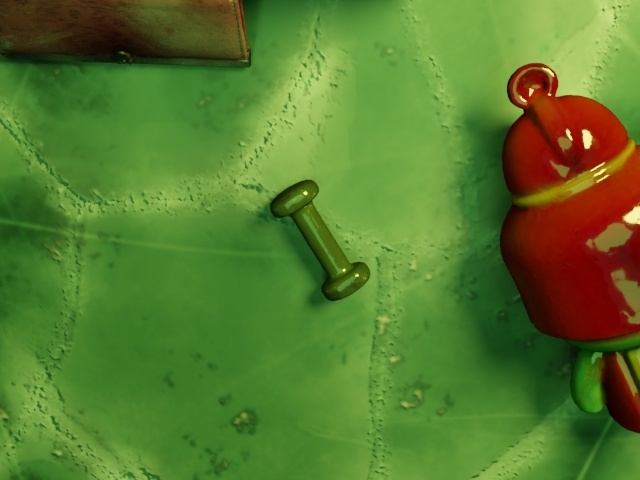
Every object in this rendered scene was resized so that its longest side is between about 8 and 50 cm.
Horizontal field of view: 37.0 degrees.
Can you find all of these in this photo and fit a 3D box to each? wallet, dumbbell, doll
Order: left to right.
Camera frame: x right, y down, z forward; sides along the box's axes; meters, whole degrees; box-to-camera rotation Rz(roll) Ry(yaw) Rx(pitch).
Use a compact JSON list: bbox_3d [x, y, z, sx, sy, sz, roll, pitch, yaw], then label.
[{"bbox_3d":[-0.181,-0.193,0.837,0.232,0.119,0.025,2,68,2],"label":"wallet"},{"bbox_3d":[0.000,0.000,0.910,0.052,0.046,0.118,-32,102,5],"label":"dumbbell"},{"bbox_3d":[0.255,0.008,0.841,0.183,0.160,0.363,-28,102,11],"label":"doll"}]
